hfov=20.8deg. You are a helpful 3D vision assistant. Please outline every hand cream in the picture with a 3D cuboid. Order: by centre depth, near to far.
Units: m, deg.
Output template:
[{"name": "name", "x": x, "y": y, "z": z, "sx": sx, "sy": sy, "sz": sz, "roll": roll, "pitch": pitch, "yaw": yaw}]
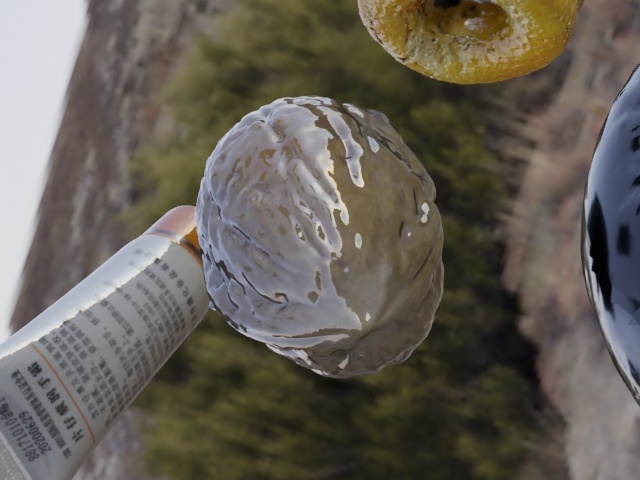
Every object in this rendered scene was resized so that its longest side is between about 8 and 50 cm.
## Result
[{"name": "hand cream", "x": -0.177, "y": 0.092, "z": 1.445, "sx": 0.089, "sy": 0.139, "sz": 0.314, "roll": -14, "pitch": 21, "yaw": 40}]

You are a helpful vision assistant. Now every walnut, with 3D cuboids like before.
[{"name": "walnut", "x": 0.002, "y": 0.000, "z": 1.138, "sx": 0.230, "sy": 0.178, "sz": 0.178, "roll": -116, "pitch": 41, "yaw": -60}]

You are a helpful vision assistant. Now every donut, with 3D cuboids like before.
[{"name": "donut", "x": 0.158, "y": -0.263, "z": 1.833, "sx": 0.253, "sy": 0.254, "sz": 0.118, "roll": 112, "pitch": 165, "yaw": -61}]

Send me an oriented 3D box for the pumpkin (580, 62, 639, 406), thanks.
[{"name": "pumpkin", "x": 0.293, "y": -0.006, "z": 0.976, "sx": 0.315, "sy": 0.238, "sz": 0.315, "roll": -26, "pitch": 39, "yaw": 24}]
